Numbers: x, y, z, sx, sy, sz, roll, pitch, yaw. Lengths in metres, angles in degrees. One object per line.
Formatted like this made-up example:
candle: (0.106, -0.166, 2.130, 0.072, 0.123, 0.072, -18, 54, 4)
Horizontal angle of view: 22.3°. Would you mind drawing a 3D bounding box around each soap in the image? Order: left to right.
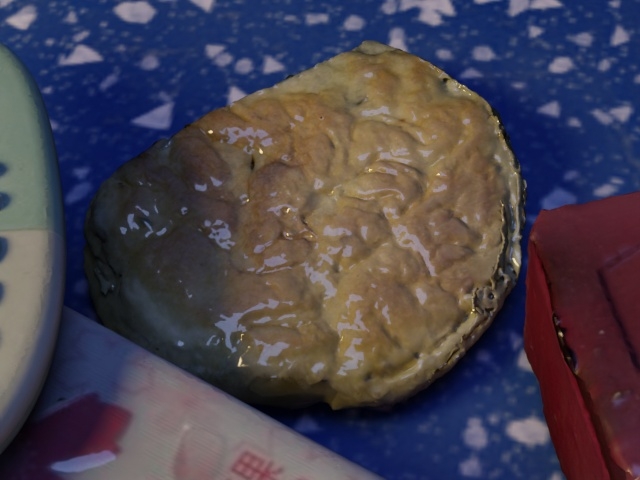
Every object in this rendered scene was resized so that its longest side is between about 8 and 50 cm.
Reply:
soap: (0.220, 0.043, 0.692, 0.250, 0.099, 0.162, -12, 47, -5)

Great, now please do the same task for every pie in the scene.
pie: (0.000, -0.002, 0.765, 0.218, 0.052, 0.185, -28, 55, -18)

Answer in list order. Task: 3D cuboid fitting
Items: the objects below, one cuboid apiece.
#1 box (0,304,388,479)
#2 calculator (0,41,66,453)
box: (-0.155, 0.106, 0.660, 0.370, 0.112, 0.190, 24, 60, 21)
calculator: (-0.198, -0.011, 0.662, 0.184, 0.042, 0.295, -8, 50, -9)
